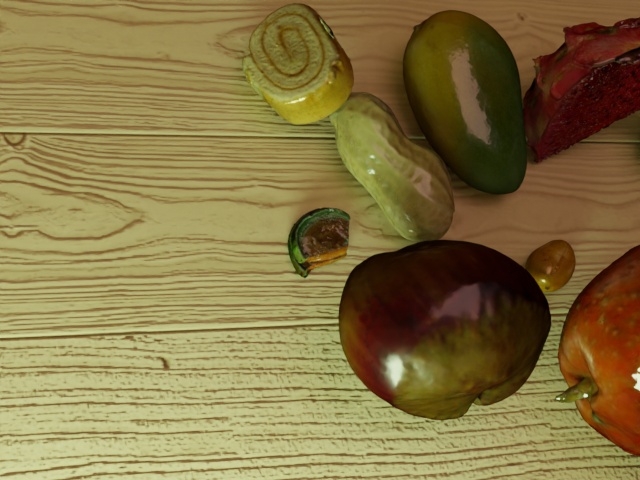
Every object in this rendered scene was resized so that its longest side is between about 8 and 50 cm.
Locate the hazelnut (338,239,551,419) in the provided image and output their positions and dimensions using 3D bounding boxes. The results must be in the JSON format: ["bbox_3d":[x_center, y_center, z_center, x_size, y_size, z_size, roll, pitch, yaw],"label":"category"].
[{"bbox_3d":[0.133,0.090,1.613,0.251,0.217,0.217,-4,66,-37],"label":"hazelnut"}]

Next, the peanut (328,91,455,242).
[{"bbox_3d":[0.089,-0.093,1.759,0.098,0.090,0.214,-41,84,9],"label":"peanut"}]

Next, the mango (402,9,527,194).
[{"bbox_3d":[0.189,-0.176,1.842,0.156,0.114,0.251,-4,78,-37],"label":"mango"}]

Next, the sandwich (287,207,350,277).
[{"bbox_3d":[0.000,-0.004,1.713,0.101,0.026,0.069,-26,77,-33],"label":"sandwich"}]

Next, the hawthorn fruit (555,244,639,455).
[{"bbox_3d":[0.412,0.131,1.695,0.299,0.275,0.275,-23,75,-11],"label":"hawthorn fruit"}]

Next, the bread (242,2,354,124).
[{"bbox_3d":[-0.031,-0.217,1.754,0.122,0.073,0.149,-33,58,0],"label":"bread"}]

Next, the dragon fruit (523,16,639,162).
[{"bbox_3d":[0.365,-0.236,1.871,0.274,0.161,0.126,-28,65,-2],"label":"dragon fruit"}]

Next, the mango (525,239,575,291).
[{"bbox_3d":[0.295,0.029,1.817,0.060,0.046,0.089,39,51,0],"label":"mango"}]
